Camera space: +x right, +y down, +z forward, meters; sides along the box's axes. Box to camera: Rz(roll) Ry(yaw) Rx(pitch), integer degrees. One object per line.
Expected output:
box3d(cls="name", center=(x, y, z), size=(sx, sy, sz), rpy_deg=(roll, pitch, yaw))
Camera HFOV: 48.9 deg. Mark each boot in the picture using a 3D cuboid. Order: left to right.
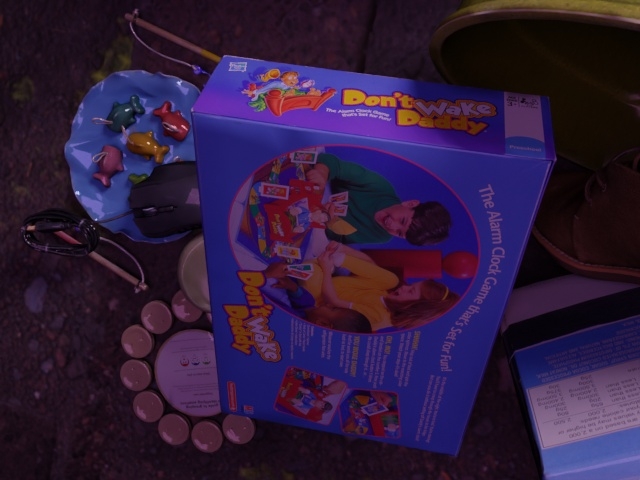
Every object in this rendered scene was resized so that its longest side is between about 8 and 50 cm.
box3d(cls="boot", center=(0.236, -0.029, 0.513), size=(0.112, 0.305, 0.115), rpy_deg=(-35, 108, -2))

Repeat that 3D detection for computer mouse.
box3d(cls="computer mouse", center=(-0.198, -0.025, 0.703), size=(0.242, 0.041, 0.071), rpy_deg=(-14, 105, 14))

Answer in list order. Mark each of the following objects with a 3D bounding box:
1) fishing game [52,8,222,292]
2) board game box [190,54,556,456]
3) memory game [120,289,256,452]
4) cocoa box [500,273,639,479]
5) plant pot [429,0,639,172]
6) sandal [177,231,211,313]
box3d(cls="fishing game", center=(-0.183, -0.083, 0.724), size=(0.189, 0.041, 0.264), rpy_deg=(32, 104, 7))
box3d(cls="board game box", center=(0.029, 0.035, 0.582), size=(0.233, 0.078, 0.347), rpy_deg=(9, 133, 6))
box3d(cls="memory game", center=(-0.130, 0.141, 0.761), size=(0.186, 0.012, 0.186), rpy_deg=(2, 99, 11))
box3d(cls="cocoa box", center=(0.299, 0.206, 0.531), size=(0.231, 0.228, 0.347), rpy_deg=(-18, 110, 14))
box3d(cls="plant pot", center=(0.313, -0.221, 0.465), size=(0.366, 0.366, 0.353), rpy_deg=(24, 93, 7))
box3d(cls="sandal", center=(-0.001, 0.002, 0.671), size=(0.303, 0.086, 0.120), rpy_deg=(-25, 94, 9))
